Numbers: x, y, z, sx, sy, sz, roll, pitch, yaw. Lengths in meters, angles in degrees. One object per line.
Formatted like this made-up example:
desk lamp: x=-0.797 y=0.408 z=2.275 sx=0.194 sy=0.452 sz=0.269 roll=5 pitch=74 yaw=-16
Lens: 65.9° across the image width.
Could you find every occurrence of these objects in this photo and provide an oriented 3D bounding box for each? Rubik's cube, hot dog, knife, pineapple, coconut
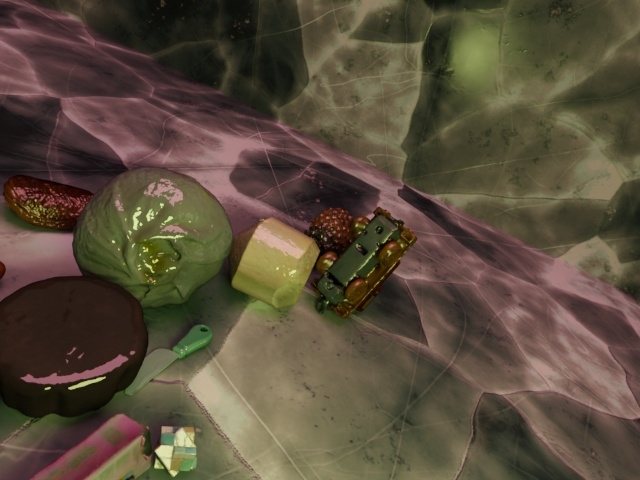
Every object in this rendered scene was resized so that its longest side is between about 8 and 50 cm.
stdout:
Rubik's cube: x=-0.260 y=0.378 z=0.884 sx=0.075 sy=0.084 sz=0.073 roll=-2 pitch=30 yaw=-15
hot dog: x=-0.719 y=-0.104 z=1.325 sx=0.227 sy=0.099 sz=0.160 roll=12 pitch=30 yaw=-27
knife: x=-0.339 y=0.254 z=1.093 sx=0.063 sy=0.034 sz=0.260 roll=31 pitch=31 yaw=19
pineapple: x=0.000 y=0.000 z=1.691 sx=0.169 sy=0.169 sz=0.340 roll=33 pitch=31 yaw=14
coconut: x=-0.144 y=0.055 z=1.390 sx=0.244 sy=0.239 sz=0.239 roll=25 pitch=27 yaw=-1

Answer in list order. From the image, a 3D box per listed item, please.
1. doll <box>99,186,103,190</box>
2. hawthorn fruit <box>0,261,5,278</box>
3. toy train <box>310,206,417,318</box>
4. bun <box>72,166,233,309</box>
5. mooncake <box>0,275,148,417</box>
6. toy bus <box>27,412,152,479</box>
doll: x=-0.585 y=-0.098 z=1.468 sx=0.219 sy=0.067 sz=0.091 roll=36 pitch=32 yaw=31
hawthorn fruit: x=-0.729 y=0.069 z=1.048 sx=0.081 sy=0.081 sz=0.093 roll=29 pitch=57 yaw=7
toy train: x=0.126 y=0.083 z=1.486 sx=0.163 sy=0.369 sz=0.232 roll=44 pitch=5 yaw=27
bun: x=-0.385 y=0.010 z=1.151 sx=0.362 sy=0.361 sz=0.211 roll=10 pitch=28 yaw=-27
mooncake: x=-0.480 y=0.202 z=0.944 sx=0.283 sy=0.141 sz=0.283 roll=15 pitch=37 yaw=-11
toy bus: x=-0.376 y=0.382 z=0.752 sx=0.090 sy=0.112 sz=0.274 roll=26 pitch=26 yaw=17
